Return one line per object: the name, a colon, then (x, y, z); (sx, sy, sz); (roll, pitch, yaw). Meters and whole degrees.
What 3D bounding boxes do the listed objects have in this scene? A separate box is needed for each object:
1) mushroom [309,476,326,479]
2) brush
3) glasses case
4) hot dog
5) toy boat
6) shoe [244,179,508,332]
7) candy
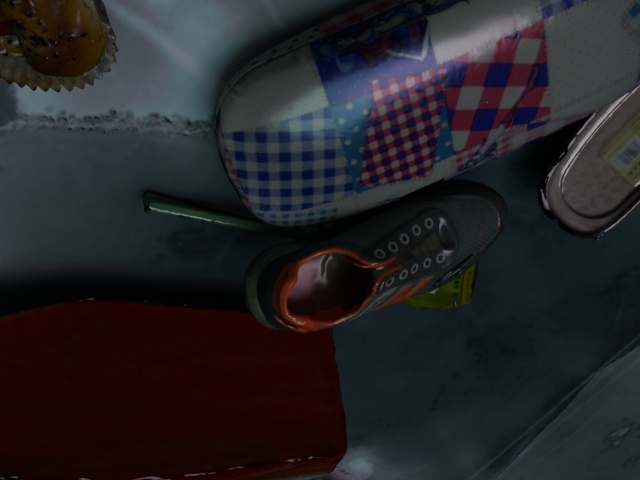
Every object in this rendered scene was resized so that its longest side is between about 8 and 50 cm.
mushroom: (0.020, 0.298, 0.843); (0.081, 0.092, 0.223); (-62, 143, -27)
brush: (0.275, -0.135, 0.608); (0.072, 0.067, 0.313); (38, 105, 0)
glasses case: (0.089, -0.109, 0.537); (0.327, 0.076, 0.125); (-24, 130, -3)
hot dog: (-0.164, -0.155, 0.403); (0.099, 0.053, 0.192); (-4, 136, 7)
toy boat: (-0.151, 0.122, 0.602); (0.331, 0.145, 0.133); (4, 154, -24)
shoe: (0.045, 0.014, 0.554); (0.194, 0.077, 0.074); (-20, 100, -10)
candy: (0.000, -0.003, 0.609); (0.262, 0.073, 0.077); (12, 104, -21)
